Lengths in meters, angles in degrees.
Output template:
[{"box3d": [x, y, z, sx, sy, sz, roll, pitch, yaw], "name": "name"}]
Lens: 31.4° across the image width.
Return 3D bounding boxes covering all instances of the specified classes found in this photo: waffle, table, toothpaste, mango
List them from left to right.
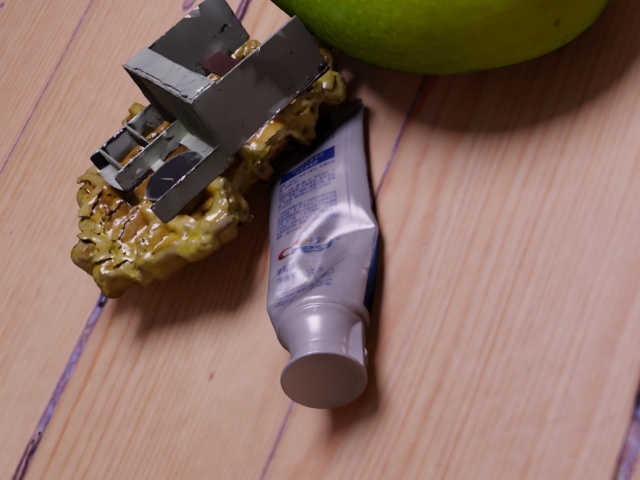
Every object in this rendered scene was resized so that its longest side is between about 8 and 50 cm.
[{"box3d": [-0.101, -0.109, 0.885, 0.175, 0.062, 0.146, -43, 33, -10], "name": "table"}, {"box3d": [-0.096, -0.071, 0.936, 0.291, 0.051, 0.291, -25, 38, 21], "name": "waffle"}, {"box3d": [0.000, 0.000, 0.832, 0.096, 0.061, 0.266, -28, 39, 23], "name": "toothpaste"}, {"box3d": [0.059, -0.212, 0.847, 0.192, 0.156, 0.343, -38, 34, -30], "name": "mango"}]
